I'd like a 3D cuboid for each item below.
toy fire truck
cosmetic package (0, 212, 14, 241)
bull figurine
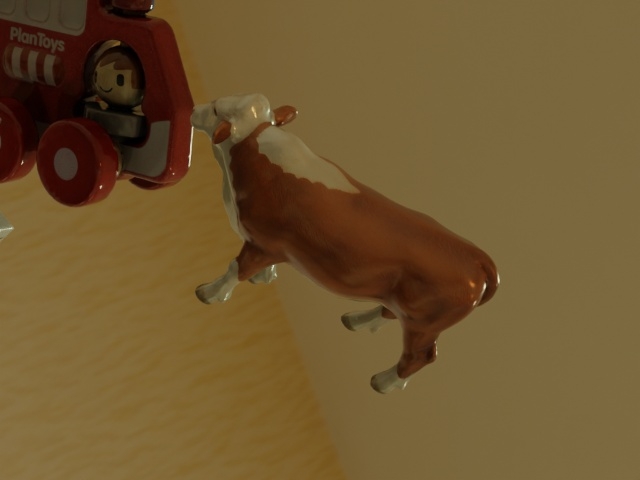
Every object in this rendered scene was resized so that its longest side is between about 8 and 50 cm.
[{"bbox_3d":[-0.273,-0.185,1.863,0.302,0.169,0.254,16,-71,33],"label":"toy fire truck"},{"bbox_3d":[-0.476,0.005,1.584,0.197,0.365,0.155,-43,-96,12],"label":"cosmetic package"},{"bbox_3d":[0.000,0.000,1.426,0.310,0.101,0.188,31,-51,1],"label":"bull figurine"}]
